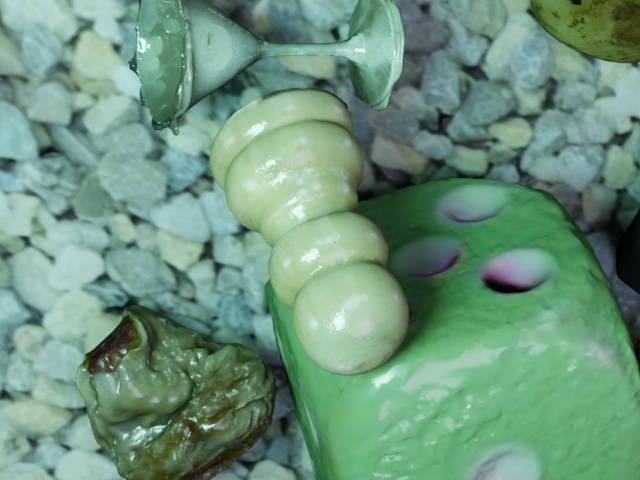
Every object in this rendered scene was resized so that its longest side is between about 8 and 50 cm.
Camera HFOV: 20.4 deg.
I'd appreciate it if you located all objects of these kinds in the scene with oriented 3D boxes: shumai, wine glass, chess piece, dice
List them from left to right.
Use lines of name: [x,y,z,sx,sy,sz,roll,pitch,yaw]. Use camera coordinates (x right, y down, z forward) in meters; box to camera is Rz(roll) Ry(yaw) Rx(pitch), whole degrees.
shumai: [-0.153,0.152,1.825,0.184,0.218,0.185,-31,79,-15]
wine glass: [-0.047,-0.181,1.681,0.232,0.156,0.156,-2,116,-23]
chess piece: [0.000,0.000,1.607,0.142,0.261,0.143,-15,146,-10]
dice: [0.134,0.144,1.794,0.318,0.330,0.322,-16,120,-6]

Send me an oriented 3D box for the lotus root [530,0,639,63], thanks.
lotus root: [0.301,-0.243,1.781,0.214,0.138,0.138,18,108,-38]

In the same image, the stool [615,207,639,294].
stool: [0.433,0.020,1.900,0.232,0.232,0.141,21,107,-27]

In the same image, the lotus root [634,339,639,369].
lotus root: [0.374,0.203,2.031,0.120,0.120,0.210,-10,119,-15]
